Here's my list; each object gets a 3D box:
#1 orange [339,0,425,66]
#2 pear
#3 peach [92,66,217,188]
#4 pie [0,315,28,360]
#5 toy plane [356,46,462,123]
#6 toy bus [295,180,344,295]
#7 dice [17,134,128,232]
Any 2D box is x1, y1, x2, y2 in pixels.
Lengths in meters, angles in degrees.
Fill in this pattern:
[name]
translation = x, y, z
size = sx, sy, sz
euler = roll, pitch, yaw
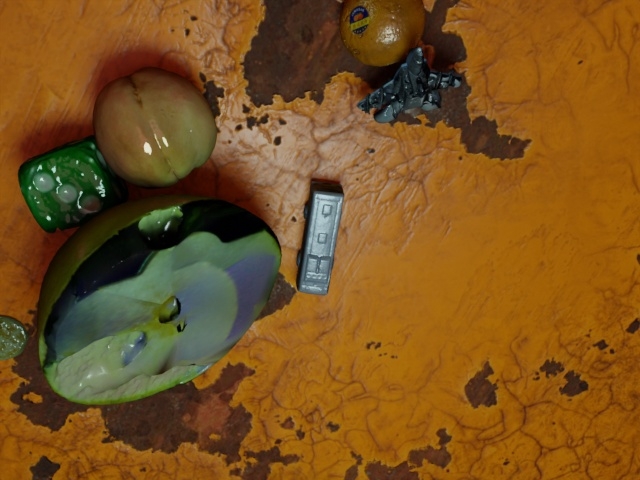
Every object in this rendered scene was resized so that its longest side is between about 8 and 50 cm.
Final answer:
[orange]
translation = 0.097, -0.331, 1.221
size = 0.117, 0.135, 0.136
euler = -12, 113, -37
[pear]
translation = -0.270, 0.065, 1.249
size = 0.398, 0.165, 0.399
euler = -31, 147, -23
[peach]
translation = -0.252, -0.172, 1.215
size = 0.184, 0.184, 0.184
euler = -2, 109, -5
[pie]
translation = -0.540, 0.166, 1.379
size = 0.085, 0.017, 0.085
euler = -2, 107, -5
[toy plane]
translation = 0.139, -0.232, 1.205
size = 0.169, 0.246, 0.078
euler = -14, 89, -1
[toy bus]
translation = 0.000, 0.000, 1.346
size = 0.064, 0.075, 0.191
euler = 6, 107, -9
[dice]
translation = -0.381, -0.089, 1.250
size = 0.128, 0.131, 0.120
euler = -21, 107, 3
